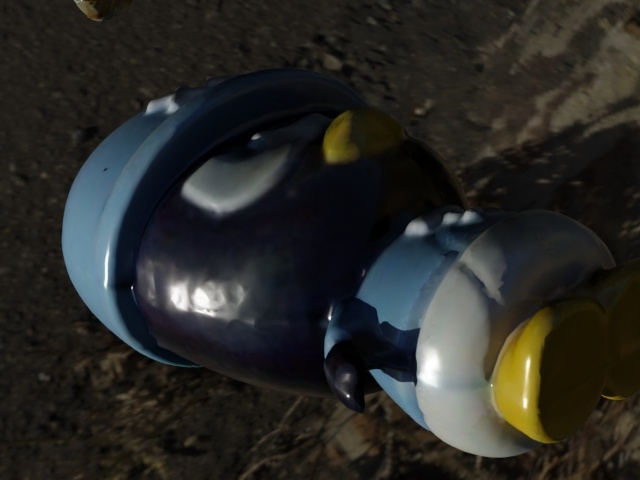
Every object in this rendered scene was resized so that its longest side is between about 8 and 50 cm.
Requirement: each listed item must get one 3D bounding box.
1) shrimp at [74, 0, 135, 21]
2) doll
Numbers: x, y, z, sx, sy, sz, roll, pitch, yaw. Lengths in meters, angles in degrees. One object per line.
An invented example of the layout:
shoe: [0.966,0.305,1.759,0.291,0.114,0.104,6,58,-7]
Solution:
shrimp: [-0.136,-0.199,0.839,0.034,0.161,0.091,25,74,21]
doll: [0.000,0.000,0.624,0.314,0.177,0.141,19,121,41]
